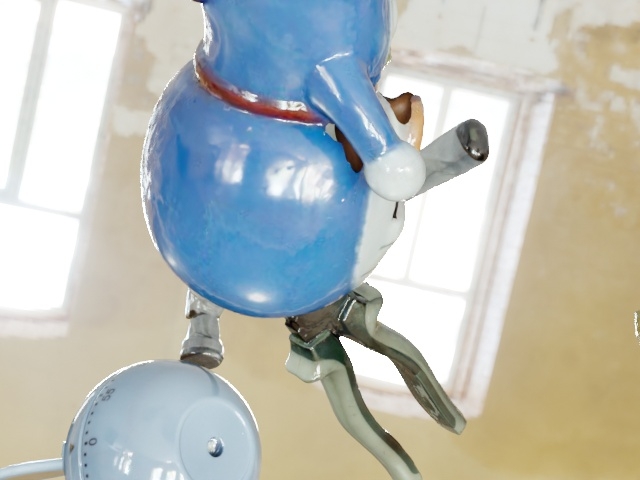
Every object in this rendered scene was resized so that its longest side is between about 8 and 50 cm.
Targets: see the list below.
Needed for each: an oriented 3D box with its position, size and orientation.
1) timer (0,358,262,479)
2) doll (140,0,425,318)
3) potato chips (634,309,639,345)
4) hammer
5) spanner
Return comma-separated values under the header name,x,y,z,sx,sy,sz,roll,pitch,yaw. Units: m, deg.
name,x,y,z,sx,sy,sz,roll,pitch,yaw
timer,-0.158,0.204,0.927,0.175,0.255,0.175,33,-148,-24
doll,-0.016,-0.083,0.624,0.161,0.257,0.215,-8,-138,-29
potato chips,0.223,0.004,0.524,0.204,0.037,0.026,-28,-151,-17
hammer,-0.001,0.000,1.050,0.044,0.152,0.427,23,147,-33
spanner,0.028,0.089,0.889,0.040,0.096,0.325,25,159,47
